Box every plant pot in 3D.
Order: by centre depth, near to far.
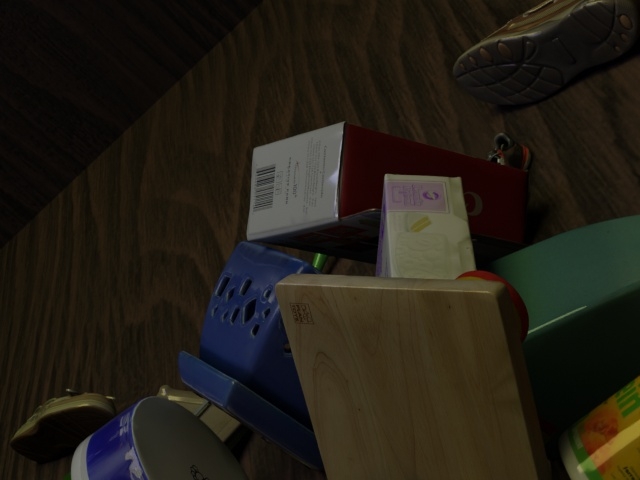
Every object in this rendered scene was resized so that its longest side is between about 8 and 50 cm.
[{"bbox_3d":[0.301,0.081,1.590,0.234,0.166,0.165,-29,27,17],"label":"plant pot"},{"bbox_3d":[-0.039,0.157,1.968,0.212,0.236,0.236,-56,25,-7],"label":"plant pot"}]

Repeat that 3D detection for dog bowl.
[{"bbox_3d":[-0.185,0.331,1.886,0.104,0.265,0.265,-38,24,15],"label":"dog bowl"}]

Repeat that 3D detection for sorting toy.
[{"bbox_3d":[0.109,0.143,1.457,0.255,0.257,0.089,1,25,38],"label":"sorting toy"}]

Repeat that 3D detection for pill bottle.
[{"bbox_3d":[0.354,0.166,1.383,0.245,0.136,0.136,-40,24,16],"label":"pill bottle"}]

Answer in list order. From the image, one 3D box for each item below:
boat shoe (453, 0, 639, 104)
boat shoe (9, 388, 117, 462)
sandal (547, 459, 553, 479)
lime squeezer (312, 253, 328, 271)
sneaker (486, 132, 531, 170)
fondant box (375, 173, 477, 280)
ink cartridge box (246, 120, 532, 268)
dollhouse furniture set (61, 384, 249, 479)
[{"bbox_3d":[0.340,-0.293,2.197,0.324,0.123,0.116,-16,30,40],"label":"boat shoe"},{"bbox_3d":[-0.437,0.303,2.573,0.285,0.104,0.089,-24,35,44],"label":"boat shoe"},{"bbox_3d":[0.259,0.296,1.440,0.079,0.088,0.240,-5,25,8],"label":"sandal"},{"bbox_3d":[0.000,0.000,2.397,0.310,0.059,0.110,-94,21,-58],"label":"lime squeezer"},{"bbox_3d":[0.247,-0.090,2.074,0.061,0.065,0.158,-32,27,32],"label":"sneaker"},{"bbox_3d":[0.107,0.124,1.683,0.238,0.096,0.330,-90,4,-58],"label":"fondant box"},{"bbox_3d":[0.110,-0.050,1.919,0.272,0.309,0.130,-10,72,53],"label":"ink cartridge box"},{"bbox_3d":[-0.220,0.356,2.166,0.197,0.151,0.301,2,32,35],"label":"dollhouse furniture set"}]
